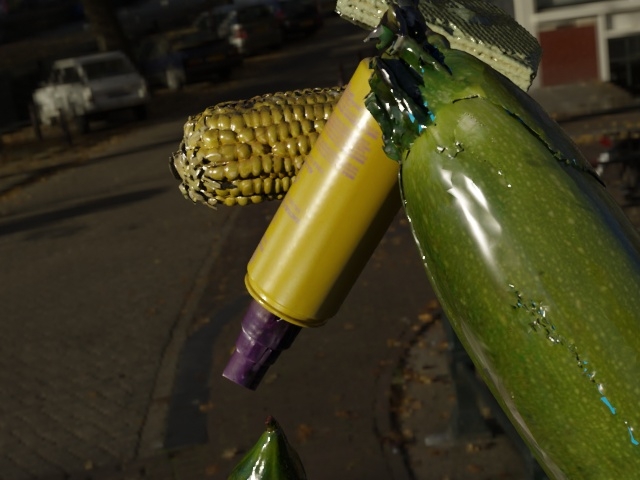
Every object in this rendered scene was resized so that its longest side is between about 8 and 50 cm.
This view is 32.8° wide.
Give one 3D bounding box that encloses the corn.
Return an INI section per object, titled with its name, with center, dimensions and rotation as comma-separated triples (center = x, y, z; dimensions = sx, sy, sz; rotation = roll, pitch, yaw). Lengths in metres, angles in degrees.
[corn]
center = 0.011, -0.098, 1.055
dimensions = 0.318, 0.115, 0.115
rotation = -8, 16, -3

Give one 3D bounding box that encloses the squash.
[squash]
center = 0.107, 0.047, 0.407
dimensions = 0.087, 0.331, 0.087
rotation = -32, -11, -7

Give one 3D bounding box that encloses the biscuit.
[biscuit]
center = 0.151, -0.266, 1.311
dimensions = 0.252, 0.052, 0.150
rotation = 26, 33, 5

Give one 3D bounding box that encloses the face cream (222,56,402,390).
[face cream]
center = 0.000, 0.000, 0.807
dimensions = 0.078, 0.273, 0.078
rotation = 26, 20, -10

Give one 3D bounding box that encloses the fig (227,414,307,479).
[fig]
center = -0.060, 0.290, 1.334
dimensions = 0.117, 0.177, 0.117
rotation = 11, 36, -9
